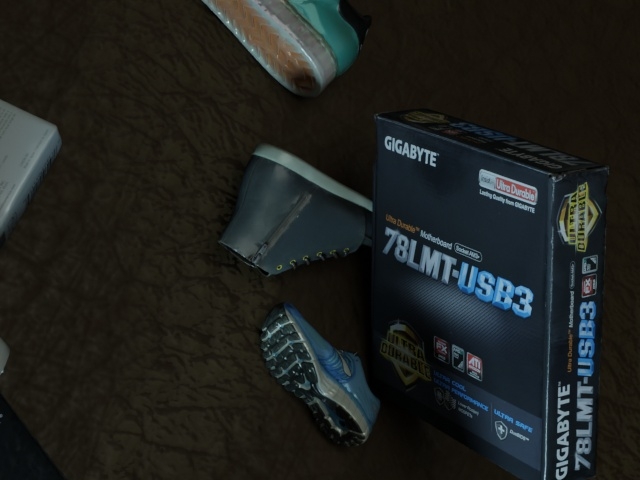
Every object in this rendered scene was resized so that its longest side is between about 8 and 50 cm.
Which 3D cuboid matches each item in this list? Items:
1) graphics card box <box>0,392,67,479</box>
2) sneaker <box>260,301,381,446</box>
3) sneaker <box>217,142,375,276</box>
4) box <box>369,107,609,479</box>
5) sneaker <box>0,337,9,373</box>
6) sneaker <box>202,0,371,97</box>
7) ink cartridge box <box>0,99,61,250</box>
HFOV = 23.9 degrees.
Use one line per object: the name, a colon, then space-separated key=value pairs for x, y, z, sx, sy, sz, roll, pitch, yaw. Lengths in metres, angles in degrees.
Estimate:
graphics card box: x=-0.389 y=0.166 z=1.264 sx=0.233 sy=0.094 sz=0.371 roll=-42 pitch=105 yaw=-29
sneaker: x=0.002 y=0.128 z=1.523 sx=0.162 sy=0.063 sz=0.073 roll=55 pitch=43 yaw=-8
sneaker: x=0.000 y=0.000 z=1.548 sx=0.222 sy=0.083 sz=0.118 roll=29 pitch=84 yaw=-24
box: x=0.149 y=0.044 z=1.418 sx=0.073 sy=0.295 sz=0.293 roll=-11 pitch=110 yaw=-28
sneaker: x=-0.405 y=0.149 z=1.122 sx=0.366 sy=0.135 sz=0.150 roll=-39 pitch=109 yaw=-25
sneaker: x=-0.066 y=-0.297 z=1.573 sx=0.302 sy=0.108 sz=0.121 roll=51 pitch=60 yaw=-15
ink cartridge box: x=-0.385 y=-0.072 z=1.395 sx=0.232 sy=0.066 sz=0.189 roll=24 pitch=66 yaw=4
